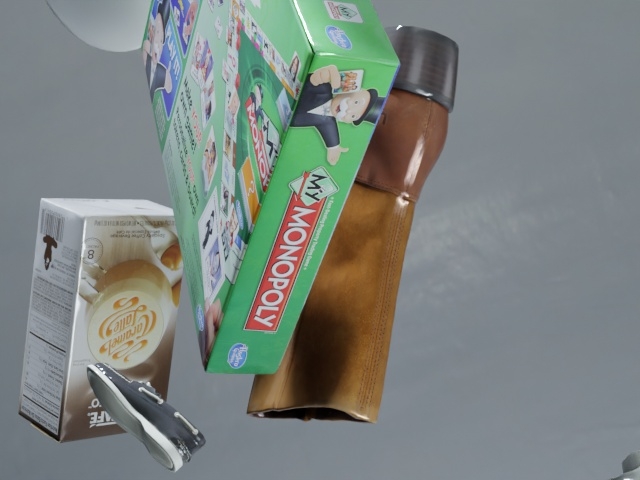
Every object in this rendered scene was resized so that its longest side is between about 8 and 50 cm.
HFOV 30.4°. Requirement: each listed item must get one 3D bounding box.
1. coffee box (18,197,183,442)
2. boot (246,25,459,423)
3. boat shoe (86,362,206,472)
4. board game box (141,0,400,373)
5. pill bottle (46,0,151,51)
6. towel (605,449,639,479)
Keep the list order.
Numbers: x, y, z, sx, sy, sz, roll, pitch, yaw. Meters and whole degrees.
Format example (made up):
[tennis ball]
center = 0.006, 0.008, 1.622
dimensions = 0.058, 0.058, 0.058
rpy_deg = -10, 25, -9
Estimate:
[coffee box]
center = -0.237, 0.083, 1.293
dimensions = 0.141, 0.246, 0.098
rpy_deg = -2, 14, -43
[boot]
center = 0.000, 0.000, 0.893
dimensions = 0.264, 0.096, 0.280
rpy_deg = -2, 73, 56
[boat shoe]
center = -0.146, 0.140, 0.979
dimensions = 0.038, 0.046, 0.125
rpy_deg = -34, 54, -30
[board game box]
center = -0.048, -0.110, 0.694
dimensions = 0.046, 0.213, 0.317
rpy_deg = 5, 41, -21
[pill bottle]
center = -0.117, -0.270, 1.061
dimensions = 0.161, 0.161, 0.283
rpy_deg = 2, 25, 25
[towel]
center = 0.342, 0.182, 0.803
dimensions = 0.312, 0.056, 0.324
rpy_deg = -37, 20, 23
